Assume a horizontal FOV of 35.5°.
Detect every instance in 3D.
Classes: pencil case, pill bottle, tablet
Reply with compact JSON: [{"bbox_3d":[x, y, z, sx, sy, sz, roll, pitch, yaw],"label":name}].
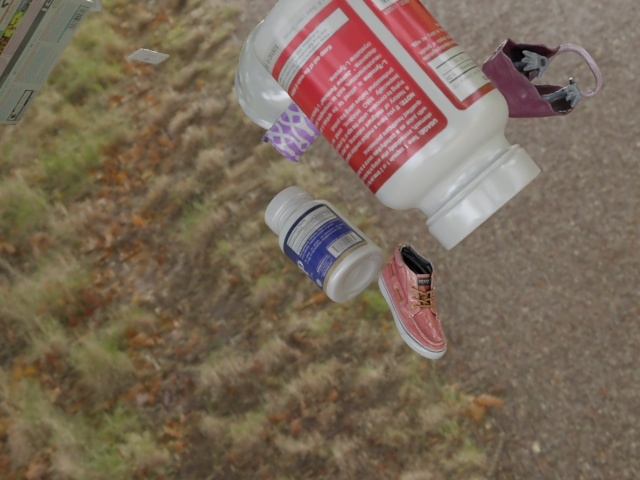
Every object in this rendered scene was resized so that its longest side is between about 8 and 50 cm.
[{"bbox_3d":[-0.010,-0.234,1.836,0.206,0.088,0.086,-47,57,6],"label":"pencil case"},{"bbox_3d":[0.000,0.000,1.590,0.112,0.112,0.187,-35,60,-19],"label":"pill bottle"},{"bbox_3d":[0.114,-0.195,1.417,0.229,0.407,0.229,-40,-4,-3],"label":"pill bottle"},{"bbox_3d":[-0.403,-0.431,2.345,0.083,0.006,0.054,6,-20,-45],"label":"tablet"}]

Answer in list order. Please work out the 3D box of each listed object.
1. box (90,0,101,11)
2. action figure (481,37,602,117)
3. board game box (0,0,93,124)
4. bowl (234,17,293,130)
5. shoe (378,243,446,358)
[{"bbox_3d":[-0.448,-0.454,1.758,0.102,0.101,0.087,-9,17,-38],"label":"box"},{"bbox_3d":[0.375,-0.332,2.193,0.276,0.248,0.370,-34,9,-33],"label":"action figure"},{"bbox_3d":[-0.461,-0.266,1.320,0.224,0.097,0.303,-54,-8,13],"label":"board game box"},{"bbox_3d":[-0.038,-0.362,1.977,0.298,0.134,0.297,-4,63,8],"label":"bowl"},{"bbox_3d":[0.147,0.089,1.512,0.064,0.081,0.178,-4,48,-29],"label":"shoe"}]
